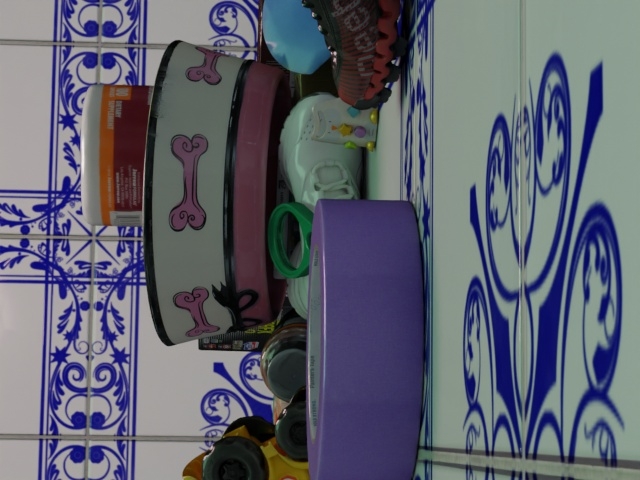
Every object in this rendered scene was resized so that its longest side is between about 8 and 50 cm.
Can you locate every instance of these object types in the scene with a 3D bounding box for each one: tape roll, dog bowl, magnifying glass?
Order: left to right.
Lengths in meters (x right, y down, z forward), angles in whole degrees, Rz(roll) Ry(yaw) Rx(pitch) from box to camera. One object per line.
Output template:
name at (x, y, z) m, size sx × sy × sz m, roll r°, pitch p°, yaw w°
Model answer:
dog bowl at (-0.125, -0.061, 2.046) m, size 0.408 × 0.150 × 0.408 m, roll 2°, pitch -90°, yaw -85°
magnifying glass at (0.000, 0.000, 1.803) m, size 0.231 × 0.026 × 0.092 m, roll 1°, pitch 97°, yaw 62°
tape roll at (0.037, 0.098, 1.451) m, size 0.275 × 0.090 × 0.275 m, roll -179°, pitch 90°, yaw -86°

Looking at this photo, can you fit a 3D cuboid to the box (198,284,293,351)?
box at (-0.103, 0.128, 2.639) m, size 0.270 × 0.216 × 0.060 m, roll 103°, pitch 169°, yaw -69°

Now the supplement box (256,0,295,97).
supplement box at (-0.028, -0.295, 2.271) m, size 0.191 × 0.129 × 0.194 m, roll -100°, pitch 12°, yaw -71°

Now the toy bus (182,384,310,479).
toy bus at (-0.022, 0.296, 1.827) m, size 0.211 × 0.220 × 0.149 m, roll 61°, pitch -170°, yaw 0°

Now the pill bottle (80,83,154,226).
pill bottle at (-0.172, -0.130, 2.413) m, size 0.224 × 0.392 × 0.224 m, roll -179°, pitch 90°, yaw -86°

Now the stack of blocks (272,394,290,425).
stack of blocks at (-0.026, 0.310, 2.369) m, size 0.297 × 0.087 × 0.171 m, roll -120°, pitch 32°, yaw -83°

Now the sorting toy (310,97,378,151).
sorting toy at (0.027, -0.136, 1.779) m, size 0.045 × 0.075 × 0.083 m, roll -93°, pitch 5°, yaw -50°

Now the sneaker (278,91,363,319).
sneaker at (0.017, -0.034, 1.887) m, size 0.129 × 0.111 × 0.297 m, roll -145°, pitch 48°, yaw -71°

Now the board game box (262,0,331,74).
board game box at (0.005, -0.284, 1.905) m, size 0.033 × 0.168 × 0.133 m, roll 12°, pitch -136°, yaw -53°

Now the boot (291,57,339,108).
boot at (0.008, -0.252, 2.035) m, size 0.203 × 0.095 × 0.262 m, roll 104°, pitch 164°, yaw -81°

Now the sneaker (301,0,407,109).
sneaker at (0.020, -0.247, 1.478) m, size 0.098 × 0.135 × 0.276 m, roll -96°, pitch 7°, yaw -51°

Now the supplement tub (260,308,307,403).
supplement tub at (-0.021, 0.151, 1.987) m, size 0.198 × 0.106 × 0.106 m, roll -57°, pitch -31°, yaw -77°

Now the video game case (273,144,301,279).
video game case at (-0.009, -0.031, 2.042) m, size 0.190 × 0.022 × 0.173 m, roll 9°, pitch -98°, yaw -64°
